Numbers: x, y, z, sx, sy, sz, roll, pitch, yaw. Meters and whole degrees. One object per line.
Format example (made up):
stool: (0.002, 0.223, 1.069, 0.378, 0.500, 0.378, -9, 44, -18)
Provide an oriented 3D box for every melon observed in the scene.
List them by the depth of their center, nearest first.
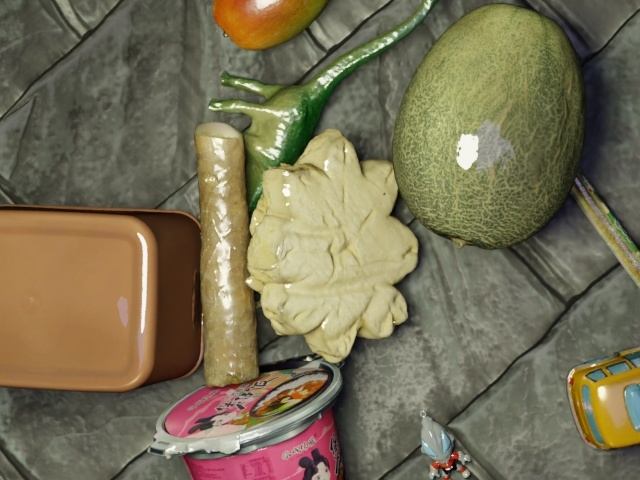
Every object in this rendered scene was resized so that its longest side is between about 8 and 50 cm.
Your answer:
melon: (0.223, -0.149, 1.579, 0.248, 0.248, 0.329, 15, 82, 3)

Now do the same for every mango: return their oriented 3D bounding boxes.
mango: (-0.037, -0.390, 1.656, 0.146, 0.129, 0.289, 30, 82, 5)

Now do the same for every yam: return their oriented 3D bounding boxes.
yam: (-0.127, 0.019, 1.615, 0.081, 0.081, 0.357, -2, 97, 2)

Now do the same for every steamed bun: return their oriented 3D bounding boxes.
steamed bun: (0.000, 0.000, 1.609, 0.295, 0.137, 0.292, 42, 65, -33)

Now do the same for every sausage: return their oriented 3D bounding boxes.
sausage: (0.406, -0.011, 1.672, 0.033, 0.033, 0.269, -35, 87, 1)

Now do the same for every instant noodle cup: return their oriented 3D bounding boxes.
instant noodle cup: (-0.072, 0.289, 1.596, 0.302, 0.258, 0.182, -22, 104, -26)

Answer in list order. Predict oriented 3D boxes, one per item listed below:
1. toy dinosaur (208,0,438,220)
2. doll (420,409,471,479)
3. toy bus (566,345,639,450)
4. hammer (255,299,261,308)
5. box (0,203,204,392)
toy dinosaur: (-0.004, -0.147, 1.666, 0.300, 0.087, 0.447, 6, 93, 4)
doll: (0.164, 0.288, 1.674, 0.057, 0.039, 0.114, -23, 100, 35)
toy bus: (0.446, 0.207, 1.615, 0.209, 0.136, 0.126, -15, 88, 1)
hammer: (-0.088, 0.102, 1.696, 0.195, 0.028, 0.060, -24, 91, 0)
box: (-0.343, 0.074, 1.591, 0.339, 0.229, 0.239, 2, 91, 9)
